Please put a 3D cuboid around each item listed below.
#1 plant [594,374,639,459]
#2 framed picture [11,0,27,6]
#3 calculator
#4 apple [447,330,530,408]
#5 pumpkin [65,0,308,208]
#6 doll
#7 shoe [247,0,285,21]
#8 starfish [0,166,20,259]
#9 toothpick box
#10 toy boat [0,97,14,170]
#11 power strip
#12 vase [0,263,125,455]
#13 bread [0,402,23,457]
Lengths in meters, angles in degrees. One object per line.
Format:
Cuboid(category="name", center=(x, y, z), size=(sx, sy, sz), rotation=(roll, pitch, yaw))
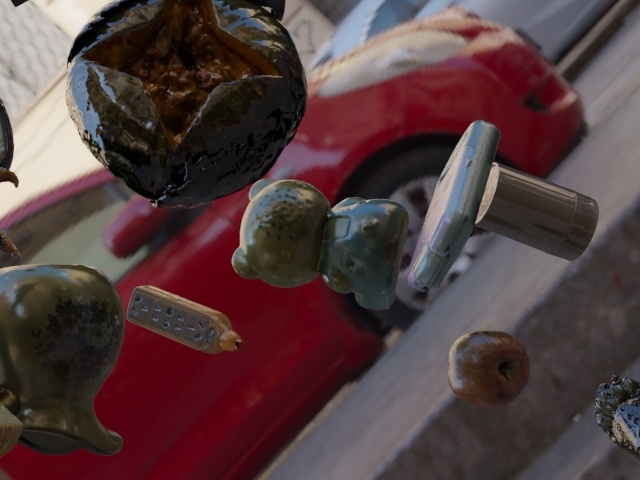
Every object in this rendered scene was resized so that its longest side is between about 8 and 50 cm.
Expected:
Cuboid(category="plant", center=(0.445, 0.250, 1.743), size=(0.094, 0.092, 0.143), rotation=(-21, 29, -13))
Cuboid(category="framed picture", center=(-0.308, -0.340, 1.302), size=(0.128, 0.023, 0.168), rotation=(-28, -44, 0))
Cuboid(category="calculator", center=(0.165, -0.044, 1.528), size=(0.141, 0.045, 0.246), rotation=(116, 177, -48))
Cuboid(category="apple", center=(0.258, 0.199, 1.916), size=(0.126, 0.126, 0.102), rotation=(-46, 21, -27))
Cuboid(category="pumpkin", center=(-0.173, -0.195, 1.632), size=(0.320, 0.320, 0.192), rotation=(-47, -17, -19))
Cuboid(category="doll", center=(0.000, 0.000, 1.955), size=(0.161, 0.261, 0.177), rotation=(85, -163, -65))
Cuboid(category="shoe", center=(-0.130, -0.390, 1.675), size=(0.093, 0.241, 0.108), rotation=(-34, 36, -25))
Cuboid(category="starfish", center=(-0.530, -0.021, 1.781), size=(0.238, 0.071, 0.216), rotation=(-48, -39, -14))
Cuboid(category="toothpick box", center=(0.342, -0.046, 1.990), size=(0.111, 0.181, 0.111), rotation=(-160, 90, -78))
Cuboid(category="toy boat", center=(-0.520, -0.168, 1.981), size=(0.060, 0.137, 0.061), rotation=(-12, -7, -21))
Cuboid(category="power strip", center=(-0.157, 0.096, 1.447), size=(0.028, 0.178, 0.049), rotation=(12, -85, -56))
Cuboid(category="vase", center=(-0.461, 0.190, 1.947), size=(0.241, 0.302, 0.329), rotation=(-7, -9, 41))
Cuboid(category="bread", center=(-0.410, 0.237, 1.378), size=(0.125, 0.068, 0.188), rotation=(-48, -6, -5))
